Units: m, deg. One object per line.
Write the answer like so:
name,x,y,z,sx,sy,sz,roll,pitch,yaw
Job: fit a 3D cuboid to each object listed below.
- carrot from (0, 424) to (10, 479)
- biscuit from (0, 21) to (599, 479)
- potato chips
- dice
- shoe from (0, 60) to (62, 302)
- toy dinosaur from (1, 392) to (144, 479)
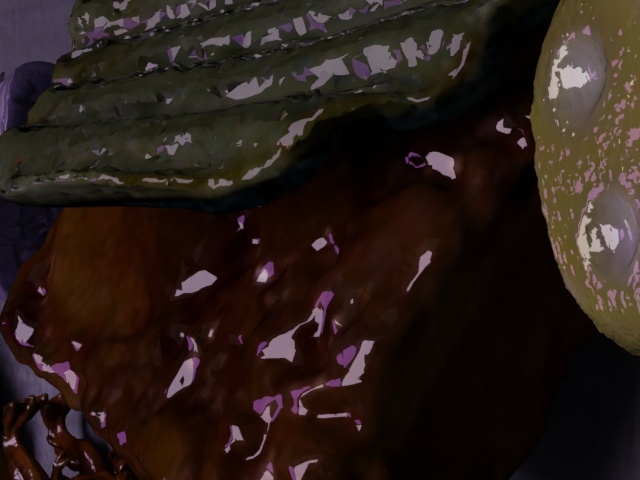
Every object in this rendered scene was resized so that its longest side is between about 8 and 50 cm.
carrot,-0.469,0.223,1.739,0.340,0.241,0.241,56,134,46
biscuit,0.000,0.000,0.945,0.395,0.166,0.342,33,96,55
potato chips,-0.002,-0.160,0.865,0.429,0.070,0.358,-12,46,38
dice,0.205,-0.046,0.681,0.166,0.169,0.169,-30,64,54
shoe,-0.311,-0.055,1.632,0.137,0.095,0.245,-6,80,63
toy dinosaur,-0.245,0.245,1.504,0.432,0.097,0.208,-45,61,54
